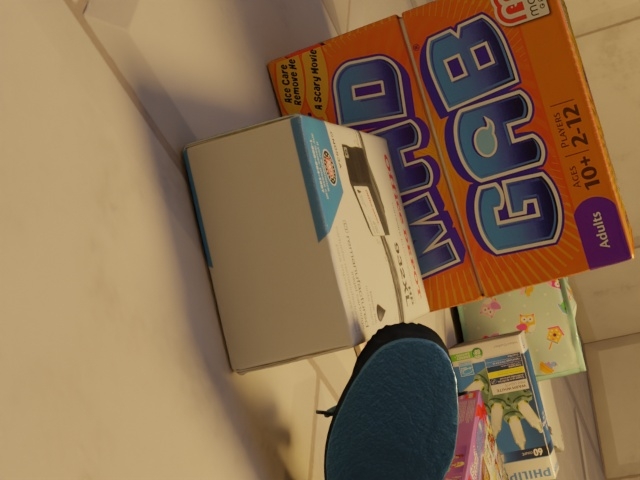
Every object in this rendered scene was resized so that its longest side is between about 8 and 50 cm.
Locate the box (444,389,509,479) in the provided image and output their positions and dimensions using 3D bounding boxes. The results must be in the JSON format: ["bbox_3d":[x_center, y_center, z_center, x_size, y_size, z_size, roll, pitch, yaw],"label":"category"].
[{"bbox_3d":[0.245,0.397,1.526,0.293,0.057,0.200,-55,128,-66],"label":"box"}]

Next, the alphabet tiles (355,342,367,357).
[{"bbox_3d":[0.110,0.229,1.326,0.284,0.021,0.277,-37,111,-71],"label":"alphabet tiles"}]

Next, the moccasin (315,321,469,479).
[{"bbox_3d":[0.053,0.221,0.946,0.117,0.138,0.341,-86,-174,-65],"label":"moccasin"}]

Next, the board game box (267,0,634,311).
[{"bbox_3d":[0.196,-0.115,1.294,0.356,0.357,0.356,-16,89,-72],"label":"board game box"}]

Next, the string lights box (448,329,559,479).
[{"bbox_3d":[0.330,0.303,1.722,0.077,0.133,0.259,-5,80,-72],"label":"string lights box"}]

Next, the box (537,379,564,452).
[{"bbox_3d":[0.406,0.338,1.936,0.181,0.119,0.181,38,41,-61],"label":"box"}]

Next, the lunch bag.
[{"bbox_3d":[0.379,0.149,1.837,0.160,0.224,0.262,42,38,-67],"label":"lunch bag"}]

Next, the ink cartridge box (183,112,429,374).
[{"bbox_3d":[0.000,0.000,1.013,0.307,0.129,0.223,-4,80,-71],"label":"ink cartridge box"}]
